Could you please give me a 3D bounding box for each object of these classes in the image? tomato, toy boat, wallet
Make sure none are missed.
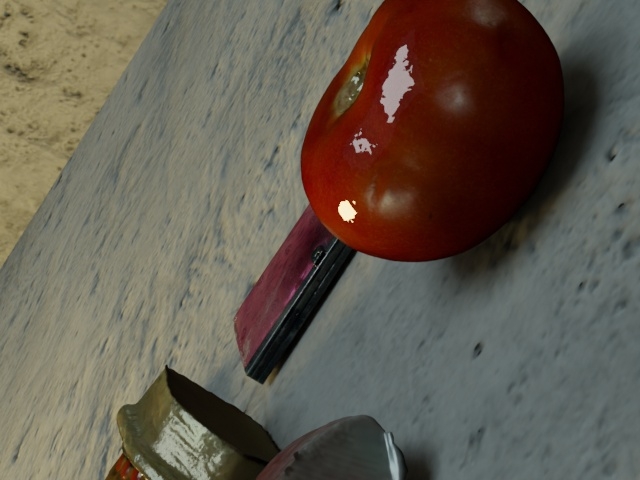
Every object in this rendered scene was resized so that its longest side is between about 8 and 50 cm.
[{"bbox_3d":[0.075,-0.076,1.062,0.195,0.136,0.195,-56,17,27],"label":"tomato"},{"bbox_3d":[-0.084,0.157,1.197,0.061,0.116,0.188,-54,16,1],"label":"toy boat"},{"bbox_3d":[0.000,0.000,1.346,0.232,0.025,0.119,-57,17,13],"label":"wallet"},{"bbox_3d":[-0.038,0.233,1.039,0.282,0.096,0.206,118,172,-47],"label":"toy boat"}]

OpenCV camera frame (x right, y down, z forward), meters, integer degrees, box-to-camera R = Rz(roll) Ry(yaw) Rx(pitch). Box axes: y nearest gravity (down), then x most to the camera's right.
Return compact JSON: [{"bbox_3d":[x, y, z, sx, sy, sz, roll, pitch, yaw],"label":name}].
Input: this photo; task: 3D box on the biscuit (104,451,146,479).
[{"bbox_3d":[-0.185,0.270,1.423,0.278,0.043,0.301,-27,38,61],"label":"biscuit"}]
